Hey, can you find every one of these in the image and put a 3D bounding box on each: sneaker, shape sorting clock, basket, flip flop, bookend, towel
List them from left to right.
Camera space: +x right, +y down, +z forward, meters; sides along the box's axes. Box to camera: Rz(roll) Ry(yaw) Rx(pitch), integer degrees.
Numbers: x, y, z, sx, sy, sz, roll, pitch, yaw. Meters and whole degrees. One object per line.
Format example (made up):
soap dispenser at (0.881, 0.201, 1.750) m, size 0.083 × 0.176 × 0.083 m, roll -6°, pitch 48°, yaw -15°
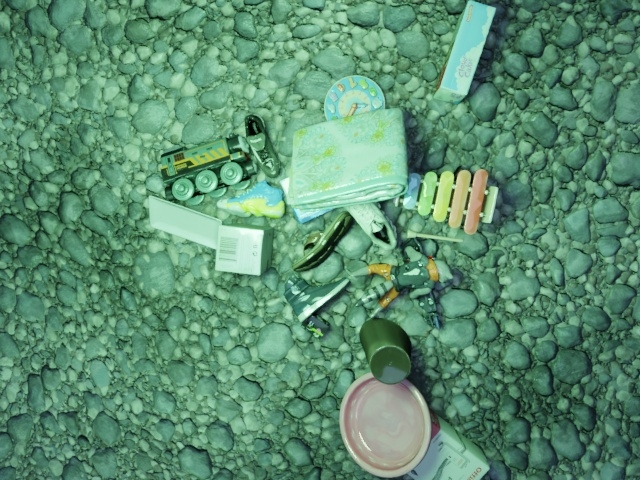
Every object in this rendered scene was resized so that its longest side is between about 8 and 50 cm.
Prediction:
sneaker at (-0.237, -0.148, 1.523) m, size 0.240 × 0.091 × 0.126 m, roll 8°, pitch 78°, yaw 4°
sneaker at (-0.205, -0.322, 1.479) m, size 0.078 × 0.106 × 0.234 m, roll -19°, pitch 94°, yaw 7°
sneaker at (-0.023, 0.157, 1.525) m, size 0.226 × 0.086 × 0.163 m, roll -34°, pitch 73°, yaw -13°
flip flop at (0.000, 0.000, 1.505) m, size 0.080 × 0.112 × 0.277 m, roll 44°, pitch 101°, yaw 25°
towel at (0.081, -0.256, 1.359) m, size 0.374 × 0.090 × 0.320 m, roll -8°, pitch 60°, yaw 17°
shape sorting clock at (0.114, -0.453, 1.472) m, size 0.206 × 0.040 × 0.206 m, roll 0°, pitch 96°, yaw 4°
sneaker at (0.154, -0.086, 1.410) m, size 0.110 × 0.118 × 0.292 m, roll -39°, pitch 103°, yaw 13°
basket at (0.225, 0.375, 1.455) m, size 0.204 × 0.227 × 0.154 m, roll 37°, pitch 98°, yaw 0°
bookend at (0.430, -0.195, 1.457) m, size 0.156 × 0.072 × 0.157 m, roll 35°, pitch 97°, yaw 1°

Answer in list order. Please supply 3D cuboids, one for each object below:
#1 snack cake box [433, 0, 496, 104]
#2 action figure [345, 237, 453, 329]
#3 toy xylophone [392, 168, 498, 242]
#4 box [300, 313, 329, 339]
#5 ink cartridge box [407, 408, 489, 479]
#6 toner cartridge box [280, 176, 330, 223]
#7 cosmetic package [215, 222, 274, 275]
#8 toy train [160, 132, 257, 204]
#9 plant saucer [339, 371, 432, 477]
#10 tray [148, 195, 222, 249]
snack cake box at (0.448, -0.583, 1.375) m, size 0.089 × 0.152 × 0.264 m, roll 17°, pitch 97°, yaw 2°
action figure at (0.291, 0.171, 1.459) m, size 0.330 × 0.178 × 0.341 m, roll -24°, pitch 90°, yaw 17°
toy xylophone at (0.391, -0.110, 1.390) m, size 0.322 × 0.081 × 0.236 m, roll 2°, pitch 97°, yaw 4°
box at (-0.019, 0.301, 1.556) m, size 0.083 × 0.052 × 0.062 m, roll 34°, pitch 98°, yaw 2°
ink cartridge box at (0.410, 0.754, 1.533) m, size 0.283 × 0.117 × 0.207 m, roll 38°, pitch 97°, yaw 1°
toner cartridge box at (0.054, -0.200, 1.486) m, size 0.348 × 0.075 × 0.165 m, roll -25°, pitch 93°, yaw 7°
cosmetic package at (-0.252, 0.025, 1.480) m, size 0.151 × 0.184 × 0.151 m, roll 6°, pitch 96°, yaw 5°
toy train at (-0.387, -0.245, 1.494) m, size 0.334 × 0.142 × 0.190 m, roll -17°, pitch 85°, yaw 6°
plant saucer at (0.225, 0.619, 1.491) m, size 0.332 × 0.084 × 0.332 m, roll -11°, pitch 69°, yaw 29°
tray at (-0.475, -0.067, 1.543) m, size 0.270 × 0.030 × 0.145 m, roll 19°, pitch 130°, yaw 3°
